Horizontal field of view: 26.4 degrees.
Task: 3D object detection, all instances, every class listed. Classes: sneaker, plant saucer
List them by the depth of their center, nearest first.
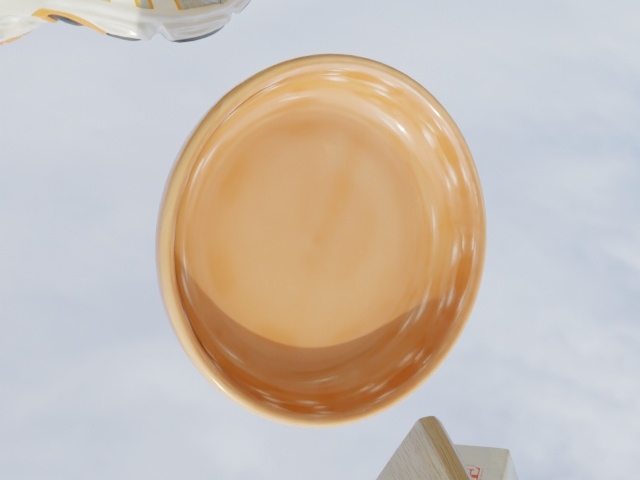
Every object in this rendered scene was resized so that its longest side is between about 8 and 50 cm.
[{"bbox_3d":[0.000,0.000,0.738,0.200,0.200,0.037,3,-177,-29],"label":"plant saucer"},{"bbox_3d":[-0.119,-0.178,0.742,0.262,0.121,0.099,-17,-125,-43],"label":"sneaker"}]

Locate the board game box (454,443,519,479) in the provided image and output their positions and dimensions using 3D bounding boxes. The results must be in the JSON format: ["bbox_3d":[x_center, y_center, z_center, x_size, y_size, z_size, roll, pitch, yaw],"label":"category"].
[{"bbox_3d":[0.116,0.379,1.050,0.065,0.318,0.319,0,-134,23],"label":"board game box"}]

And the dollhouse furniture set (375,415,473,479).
[{"bbox_3d":[0.090,0.132,0.423,0.151,0.144,0.123,-8,-126,-32],"label":"dollhouse furniture set"}]
